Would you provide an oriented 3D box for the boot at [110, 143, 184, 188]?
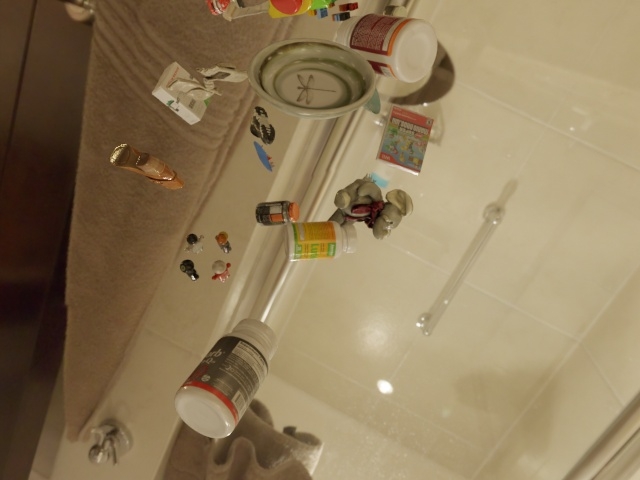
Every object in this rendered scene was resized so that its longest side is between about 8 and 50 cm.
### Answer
[{"bbox_3d":[-0.506,-0.207,1.330,0.197,0.073,0.152,21,170,31],"label":"boot"}]

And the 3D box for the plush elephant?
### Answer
[{"bbox_3d":[0.205,-0.109,1.804,0.255,0.272,0.330,37,-129,10],"label":"plush elephant"}]

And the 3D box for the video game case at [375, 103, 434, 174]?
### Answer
[{"bbox_3d":[0.376,-0.450,2.015,0.204,0.285,0.025,18,165,-4],"label":"video game case"}]

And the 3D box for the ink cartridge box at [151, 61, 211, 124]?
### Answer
[{"bbox_3d":[-0.615,-0.656,2.032,0.092,0.160,0.219,-7,146,42],"label":"ink cartridge box"}]

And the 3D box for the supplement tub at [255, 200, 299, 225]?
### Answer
[{"bbox_3d":[-0.202,-0.129,2.157,0.190,0.117,0.117,-2,-167,19],"label":"supplement tub"}]

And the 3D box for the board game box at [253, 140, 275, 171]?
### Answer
[{"bbox_3d":[-0.271,-0.420,2.235,0.033,0.169,0.133,-33,-132,-15],"label":"board game box"}]

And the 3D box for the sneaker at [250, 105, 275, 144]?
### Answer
[{"bbox_3d":[-0.271,-0.503,2.084,0.078,0.106,0.234,6,-131,-36],"label":"sneaker"}]

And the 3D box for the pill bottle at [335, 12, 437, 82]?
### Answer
[{"bbox_3d":[0.249,-0.777,1.813,0.224,0.224,0.392,6,-158,-42],"label":"pill bottle"}]

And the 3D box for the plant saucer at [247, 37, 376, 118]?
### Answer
[{"bbox_3d":[-0.027,-0.492,1.437,0.400,0.101,0.401,3,-127,-4],"label":"plant saucer"}]

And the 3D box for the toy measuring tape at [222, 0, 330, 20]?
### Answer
[{"bbox_3d":[-0.108,-0.535,0.957,0.330,0.122,0.121,11,-170,34],"label":"toy measuring tape"}]

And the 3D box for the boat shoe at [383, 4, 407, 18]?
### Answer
[{"bbox_3d":[0.332,-0.923,2.104,0.109,0.305,0.091,-34,-131,-31],"label":"boat shoe"}]

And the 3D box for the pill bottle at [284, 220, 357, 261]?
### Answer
[{"bbox_3d":[0.000,0.000,1.617,0.245,0.136,0.136,-3,-152,-13],"label":"pill bottle"}]

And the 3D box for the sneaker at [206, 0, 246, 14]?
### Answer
[{"bbox_3d":[-0.381,-0.956,1.845,0.270,0.145,0.090,-110,-3,-48],"label":"sneaker"}]

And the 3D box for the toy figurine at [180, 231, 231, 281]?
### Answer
[{"bbox_3d":[-0.492,0.068,1.971,0.213,0.148,0.210,2,-114,0],"label":"toy figurine"}]

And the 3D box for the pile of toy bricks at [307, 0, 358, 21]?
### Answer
[{"bbox_3d":[0.002,-0.610,1.147,0.105,0.118,0.212,13,-140,33],"label":"pile of toy bricks"}]

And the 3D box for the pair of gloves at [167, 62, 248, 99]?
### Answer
[{"bbox_3d":[-0.389,-0.553,1.598,0.240,0.042,0.204,-14,178,29],"label":"pair of gloves"}]

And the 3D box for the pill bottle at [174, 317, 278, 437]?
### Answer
[{"bbox_3d":[-0.294,0.439,1.504,0.210,0.210,0.363,28,-143,6],"label":"pill bottle"}]

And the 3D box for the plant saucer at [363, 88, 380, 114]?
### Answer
[{"bbox_3d":[0.173,-0.578,1.775,0.195,0.037,0.195,30,-129,-46],"label":"plant saucer"}]
